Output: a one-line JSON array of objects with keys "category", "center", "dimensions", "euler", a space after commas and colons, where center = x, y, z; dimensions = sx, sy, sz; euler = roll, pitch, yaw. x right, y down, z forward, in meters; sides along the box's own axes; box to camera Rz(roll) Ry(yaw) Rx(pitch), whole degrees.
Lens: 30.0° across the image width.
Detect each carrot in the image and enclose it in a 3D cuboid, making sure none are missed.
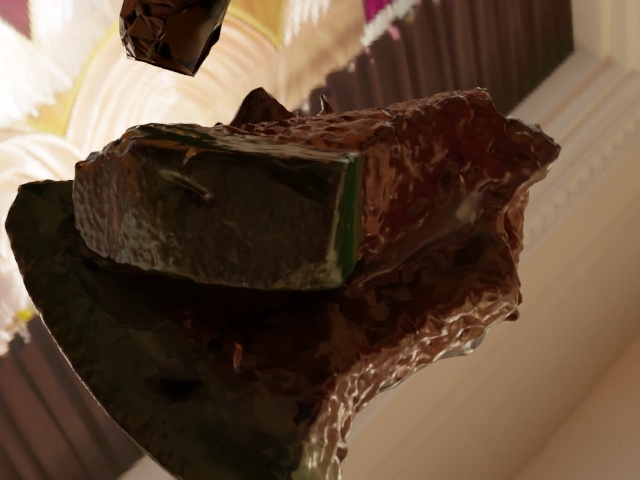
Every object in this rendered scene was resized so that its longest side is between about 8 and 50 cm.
[{"category": "carrot", "center": [-0.067, -0.213, 0.713], "dimensions": [0.069, 0.069, 0.228], "euler": [22, -79, 30]}]

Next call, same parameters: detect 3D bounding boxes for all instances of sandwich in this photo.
[{"category": "sandwich", "center": [0.000, 0.000, 0.657], "dimensions": [0.301, 0.162, 0.250], "euler": [-28, -116, -15]}]
